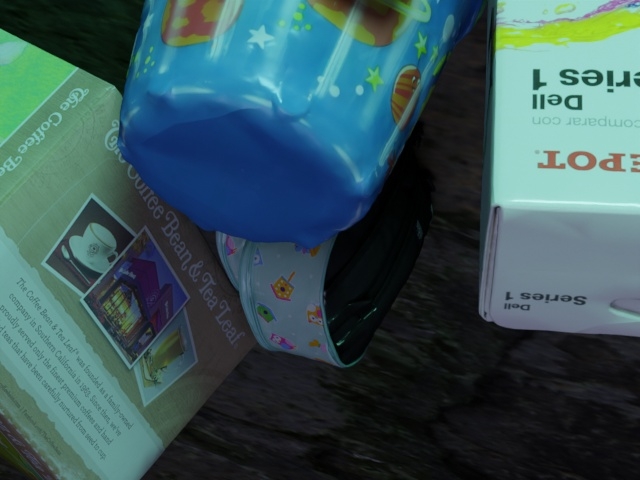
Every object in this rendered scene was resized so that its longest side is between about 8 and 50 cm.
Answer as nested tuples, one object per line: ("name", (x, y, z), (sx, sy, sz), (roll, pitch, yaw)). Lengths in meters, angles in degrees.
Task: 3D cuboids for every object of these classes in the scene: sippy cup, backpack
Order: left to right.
("sippy cup", (-0.020, -0.127, 1.008), (0.240, 0.224, 0.305), (6, 147, 20))
("backpack", (0.000, 0.000, 1.223), (0.144, 0.188, 0.166), (8, 147, 16))

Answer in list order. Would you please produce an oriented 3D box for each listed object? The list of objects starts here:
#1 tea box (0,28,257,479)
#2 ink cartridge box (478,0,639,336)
("tea box", (-0.271, 0.002, 1.242), (0.323, 0.220, 0.329), (26, 156, 35))
("ink cartridge box", (0.195, -0.092, 0.872), (0.201, 0.278, 0.117), (3, 146, 5))
